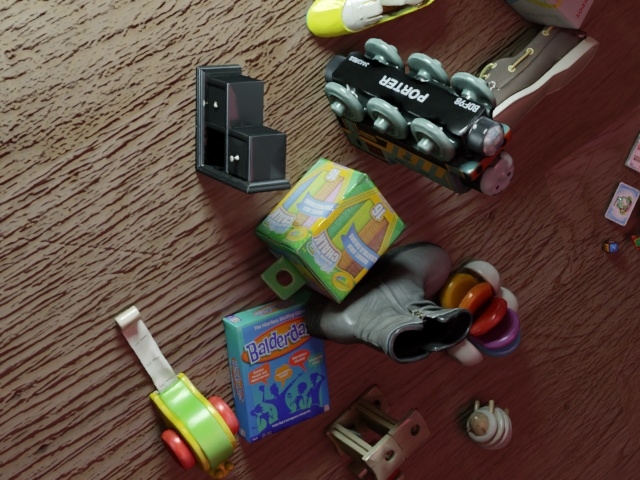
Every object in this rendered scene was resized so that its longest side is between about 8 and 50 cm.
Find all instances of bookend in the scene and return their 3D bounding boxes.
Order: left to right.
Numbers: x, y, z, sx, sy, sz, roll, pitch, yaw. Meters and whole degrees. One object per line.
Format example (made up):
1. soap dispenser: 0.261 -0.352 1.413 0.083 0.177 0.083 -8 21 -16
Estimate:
1. bookend: -0.111 -0.160 1.587 0.072 0.157 0.156 -9 111 -33

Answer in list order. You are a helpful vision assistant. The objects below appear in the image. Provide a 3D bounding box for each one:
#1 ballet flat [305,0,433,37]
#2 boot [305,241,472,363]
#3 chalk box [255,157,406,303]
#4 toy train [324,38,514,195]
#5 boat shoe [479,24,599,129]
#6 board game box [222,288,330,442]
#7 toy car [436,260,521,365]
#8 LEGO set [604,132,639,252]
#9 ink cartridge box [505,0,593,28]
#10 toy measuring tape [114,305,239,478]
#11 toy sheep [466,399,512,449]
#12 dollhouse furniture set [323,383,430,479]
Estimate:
1. ballet flat: 0.088 -0.365 1.708 0.230 0.077 0.077 -23 118 -27
2. boot: 0.161 0.110 1.802 0.338 0.222 0.118 -28 119 -40
3. chalk box: 0.000 0.000 1.732 0.213 0.132 0.132 -49 126 -12
4. toy train: 0.147 -0.177 1.667 0.142 0.334 0.190 -49 141 -14
5. boat shoe: 0.330 -0.267 1.899 0.324 0.097 0.117 -38 164 -15
6. board game box: -0.068 0.202 1.805 0.160 0.047 0.210 -19 114 -30
7. toy car: 0.290 0.139 1.977 0.159 0.136 0.182 -48 126 -13
8. LEGO set: 0.652 -0.071 2.217 0.182 0.060 0.244 23 92 -15
9. ink cartridge box: 0.364 -0.451 1.840 0.176 0.127 0.128 32 85 -37
10. toy measuring tape: -0.205 0.246 1.683 0.121 0.121 0.330 -36 122 -20
11. toy sheep: 0.321 0.352 2.104 0.132 0.091 0.091 28 88 -43
12. dollhouse furniture set: 0.123 0.371 1.942 0.129 0.129 0.184 -42 123 -17
